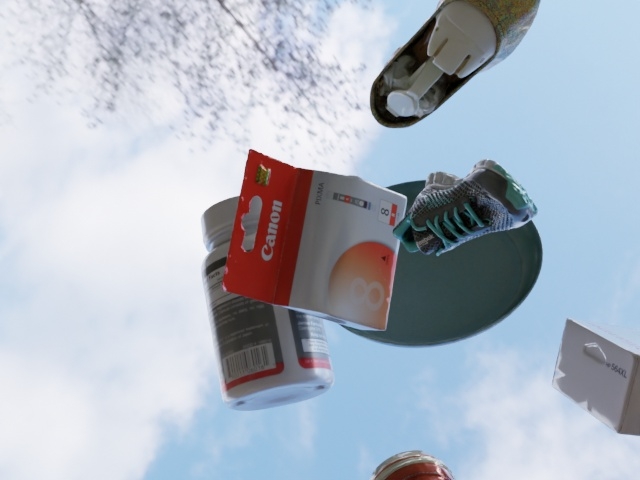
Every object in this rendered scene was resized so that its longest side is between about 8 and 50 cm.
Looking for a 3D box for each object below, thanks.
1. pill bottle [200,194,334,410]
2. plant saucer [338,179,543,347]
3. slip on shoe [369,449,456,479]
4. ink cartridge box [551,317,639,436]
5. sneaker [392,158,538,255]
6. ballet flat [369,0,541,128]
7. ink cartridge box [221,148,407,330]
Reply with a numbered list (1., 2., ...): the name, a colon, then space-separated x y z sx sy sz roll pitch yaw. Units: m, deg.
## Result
1. pill bottle: -0.084 0.088 1.266 0.161 0.161 0.283 -19 -111 18
2. plant saucer: 0.141 0.032 1.200 0.317 0.044 0.318 -7 -138 6
3. slip on shoe: 0.109 0.358 0.828 0.122 0.332 0.101 -13 -157 -10
4. ink cartridge box: 0.372 0.152 0.931 0.148 0.203 0.086 -141 -118 -75
5. sneaker: 0.112 -0.016 0.710 0.076 0.065 0.166 -45 -171 -14
6. ballet flat: 0.165 -0.245 1.165 0.348 0.123 0.123 -38 -145 61
7. ink cartridge box: 0.000 0.000 0.863 0.045 0.179 0.146 -4 -109 51
